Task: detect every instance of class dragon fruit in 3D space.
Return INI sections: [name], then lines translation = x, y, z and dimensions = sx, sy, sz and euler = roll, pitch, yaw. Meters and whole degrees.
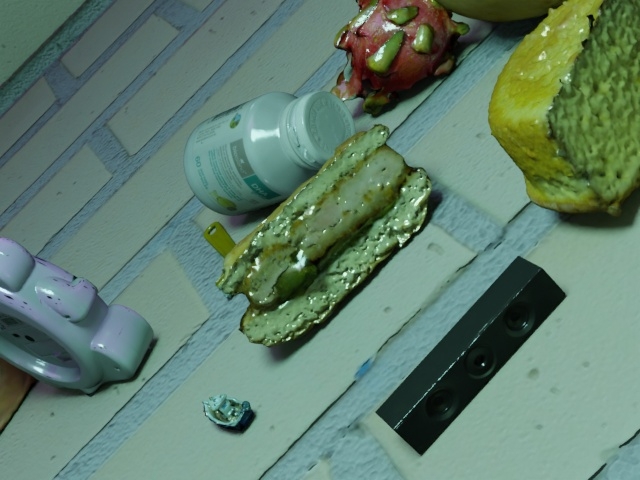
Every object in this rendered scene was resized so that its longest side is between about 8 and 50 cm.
[dragon fruit]
translation = 0.084, -0.236, 1.542
dimensions = 0.207, 0.133, 0.150
euler = -41, 25, 30

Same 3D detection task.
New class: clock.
[clock]
translation = -0.361, 0.095, 1.569
dimensions = 0.227, 0.248, 0.090
euler = -14, 43, 46

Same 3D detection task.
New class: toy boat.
[toy boat]
translation = -0.102, 0.180, 1.319
dimensions = 0.083, 0.038, 0.038
euler = 2, 53, 55

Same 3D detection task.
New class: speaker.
[speaker]
translation = 0.132, 0.100, 1.093
dimensions = 0.191, 0.040, 0.046
euler = -47, 25, -3

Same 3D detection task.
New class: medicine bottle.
[medicine bottle]
translation = -0.061, -0.115, 1.561
dimensions = 0.215, 0.135, 0.135
euler = -16, 39, 44

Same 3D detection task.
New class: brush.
[brush]
translation = -0.119, 0.012, 1.605
dimensions = 0.083, 0.011, 0.205
euler = -47, 26, -1

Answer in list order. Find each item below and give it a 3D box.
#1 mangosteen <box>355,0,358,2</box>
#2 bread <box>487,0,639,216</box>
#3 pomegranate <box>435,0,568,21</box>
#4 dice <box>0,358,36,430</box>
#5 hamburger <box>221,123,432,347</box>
[mangosteen]
translation = 0.121, -0.383, 1.671
dimensions = 0.166, 0.166, 0.180
euler = -18, 13, 43
[bread]
translation = 0.239, -0.133, 1.150
dimensions = 0.139, 0.143, 0.229
euler = -6, 44, 51
[pomegranate]
translation = 0.220, -0.419, 1.381
dimensions = 0.338, 0.338, 0.338
euler = -34, 29, 22
[dice]
translation = -0.526, 0.188, 1.758
dimensions = 0.179, 0.174, 0.175
euler = -2, 51, 53
[hamburger]
translation = 0.000, 0.000, 1.351
dimensions = 0.262, 0.124, 0.131
euler = -43, 8, -4
